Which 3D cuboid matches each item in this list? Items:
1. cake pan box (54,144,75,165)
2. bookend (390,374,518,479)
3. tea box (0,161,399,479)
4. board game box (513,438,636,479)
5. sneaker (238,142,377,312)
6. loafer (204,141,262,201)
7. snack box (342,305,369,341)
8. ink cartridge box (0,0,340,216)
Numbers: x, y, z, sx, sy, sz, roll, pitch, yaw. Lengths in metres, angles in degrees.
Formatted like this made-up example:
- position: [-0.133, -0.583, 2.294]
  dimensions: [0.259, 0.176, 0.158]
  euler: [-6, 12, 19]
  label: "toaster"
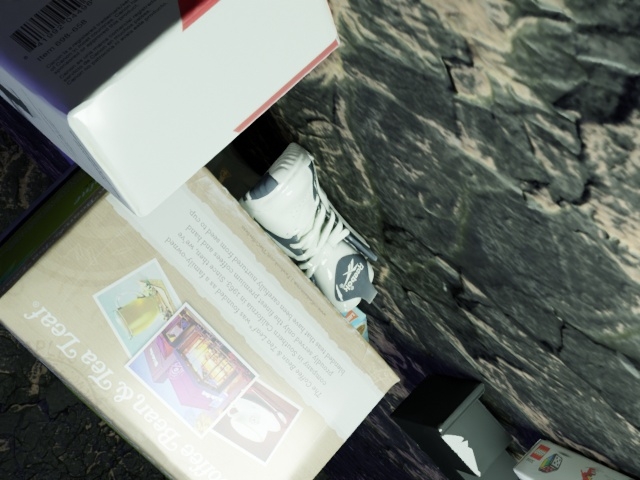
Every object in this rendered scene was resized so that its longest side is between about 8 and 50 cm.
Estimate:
- position: [-0.414, -0.153, 1.890]
  dimensions: [0.267, 0.070, 0.245]
  euler: [52, 164, -20]
  label: "cake pan box"
- position: [0.178, 0.237, 1.177]
  dimensions: [0.156, 0.072, 0.157]
  euler: [48, 166, -7]
  label: "bookend"
- position: [-0.156, 0.084, 1.033]
  dimensions: [0.329, 0.220, 0.323]
  euler: [48, 166, -20]
  label: "tea box"
- position: [0.326, 0.302, 0.951]
  dimensions: [0.193, 0.053, 0.305]
  euler: [52, 166, -17]
  label: "board game box"
- position: [0.000, 0.000, 1.013]
  dimensions: [0.153, 0.094, 0.235]
  euler: [40, 161, 5]
  label: "sneaker"
- position: [-0.148, -0.090, 1.157]
  dimensions: [0.319, 0.112, 0.111]
  euler: [50, 158, -17]
  label: "loafer"
- position: [-0.014, 0.201, 1.417]
  dimensions: [0.060, 0.187, 0.322]
  euler: [42, 166, 20]
  label: "snack box"
- position: [-0.154, -0.173, 0.748]
  dimensions: [0.273, 0.197, 0.114]
  euler: [38, 164, 35]
  label: "ink cartridge box"
